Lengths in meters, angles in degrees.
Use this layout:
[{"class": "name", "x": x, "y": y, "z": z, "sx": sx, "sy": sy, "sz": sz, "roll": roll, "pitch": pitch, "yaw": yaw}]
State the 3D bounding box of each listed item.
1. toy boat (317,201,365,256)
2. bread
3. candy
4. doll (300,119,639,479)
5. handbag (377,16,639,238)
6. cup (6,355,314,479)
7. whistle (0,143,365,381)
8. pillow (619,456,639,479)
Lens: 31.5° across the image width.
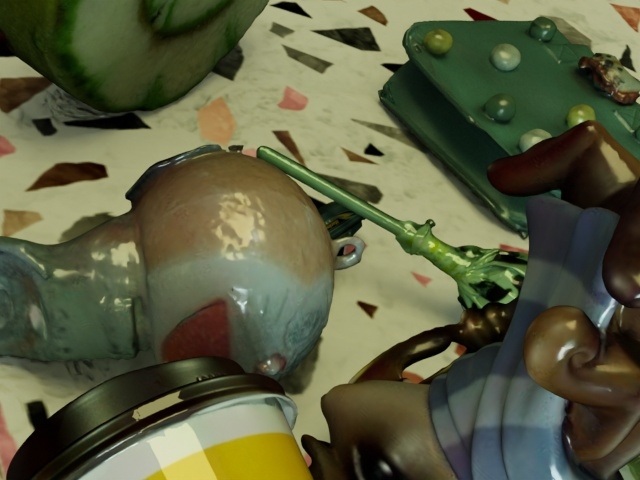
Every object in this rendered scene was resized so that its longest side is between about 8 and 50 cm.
[{"class": "toy boat", "x": 0.000, "y": 0.000, "z": 1.005, "sx": 0.141, "sy": 0.055, "sz": 0.060, "roll": -34, "pitch": 88, "yaw": -45}, {"class": "bread", "x": -0.140, "y": -0.296, "z": 1.038, "sx": 0.129, "sy": 0.366, "sz": 0.382, "roll": 34, "pitch": 21, "yaw": 17}, {"class": "candy", "x": 0.077, "y": -0.002, "z": 0.988, "sx": 0.305, "sy": 0.083, "sz": 0.091, "roll": 30, "pitch": -3, "yaw": -3}, {"class": "doll", "x": 0.129, "y": 0.087, "z": 0.730, "sx": 0.209, "sy": 0.340, "sz": 0.318, "roll": 40, "pitch": 17, "yaw": 14}, {"class": "handbag", "x": 0.234, "y": -0.147, "z": 1.227, "sx": 0.274, "sy": 0.100, "sz": 0.269, "roll": -14, "pitch": 50, "yaw": -33}, {"class": "cup", "x": -0.055, "y": 0.215, "z": 0.656, "sx": 0.196, "sy": 0.196, "sz": 0.279, "roll": -16, "pitch": 59, "yaw": -35}, {"class": "whistle", "x": -0.131, "y": 0.039, "z": 0.836, "sx": 0.348, "sy": 0.189, "sz": 0.189, "roll": -8, "pitch": 46, "yaw": -12}, {"class": "pillow", "x": 0.268, "y": 0.202, "z": 0.880, "sx": 0.214, "sy": 0.086, "sz": 0.233, "roll": 0, "pitch": 41, "yaw": -37}]
